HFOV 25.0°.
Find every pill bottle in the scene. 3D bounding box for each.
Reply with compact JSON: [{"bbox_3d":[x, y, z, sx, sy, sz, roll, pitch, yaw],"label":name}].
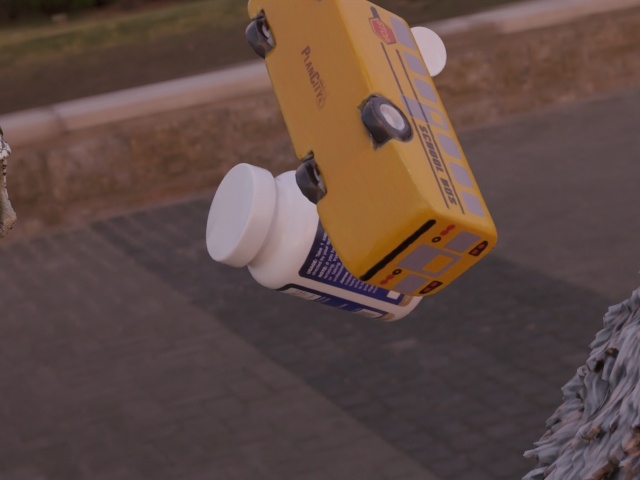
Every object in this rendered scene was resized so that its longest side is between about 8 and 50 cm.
[{"bbox_3d":[0.000,0.000,1.806,0.265,0.153,0.153,18,-2,-28],"label":"pill bottle"},{"bbox_3d":[0.095,-0.215,1.806,0.078,0.078,0.137,-18,-3,-28],"label":"pill bottle"}]

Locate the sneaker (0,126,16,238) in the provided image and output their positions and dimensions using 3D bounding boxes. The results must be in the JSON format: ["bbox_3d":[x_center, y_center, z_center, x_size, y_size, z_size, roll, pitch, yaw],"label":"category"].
[{"bbox_3d":[-0.433,-0.166,1.732,0.182,0.410,0.158,27,51,28],"label":"sneaker"}]

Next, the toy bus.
[{"bbox_3d":[0.040,-0.119,1.325,0.130,0.332,0.108,16,-46,-42],"label":"toy bus"}]

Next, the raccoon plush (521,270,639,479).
[{"bbox_3d":[0.139,0.028,0.613,0.446,0.299,0.216,-6,-25,-34],"label":"raccoon plush"}]
